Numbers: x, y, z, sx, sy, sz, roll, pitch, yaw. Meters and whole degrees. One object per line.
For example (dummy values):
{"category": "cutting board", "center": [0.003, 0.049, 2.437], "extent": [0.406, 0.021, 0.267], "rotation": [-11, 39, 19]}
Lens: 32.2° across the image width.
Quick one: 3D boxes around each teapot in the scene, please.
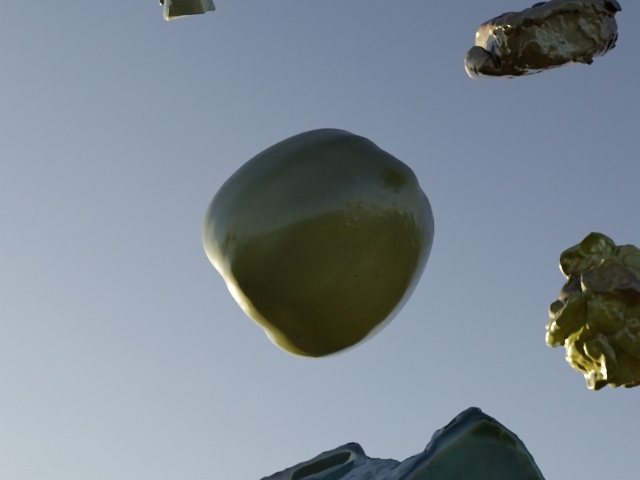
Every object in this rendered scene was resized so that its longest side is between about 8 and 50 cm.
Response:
{"category": "teapot", "center": [-0.148, -0.280, 1.181], "extent": [0.057, 0.067, 0.083], "rotation": [12, -65, 43]}

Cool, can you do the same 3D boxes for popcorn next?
{"category": "popcorn", "center": [0.442, 0.112, 1.677], "extent": [0.217, 0.235, 0.181], "rotation": [47, -22, -6]}

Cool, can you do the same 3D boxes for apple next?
{"category": "apple", "center": [0.000, 0.000, 1.721], "extent": [0.357, 0.357, 0.357], "rotation": [3, -34, 2]}

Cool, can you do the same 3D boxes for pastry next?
{"category": "pastry", "center": [0.314, -0.288, 1.575], "extent": [0.229, 0.100, 0.218], "rotation": [-10, 8, 16]}

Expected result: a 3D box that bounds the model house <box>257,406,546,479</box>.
{"category": "model house", "center": [0.053, 0.284, 0.784], "extent": [0.280, 0.230, 0.249], "rotation": [58, -22, -3]}
